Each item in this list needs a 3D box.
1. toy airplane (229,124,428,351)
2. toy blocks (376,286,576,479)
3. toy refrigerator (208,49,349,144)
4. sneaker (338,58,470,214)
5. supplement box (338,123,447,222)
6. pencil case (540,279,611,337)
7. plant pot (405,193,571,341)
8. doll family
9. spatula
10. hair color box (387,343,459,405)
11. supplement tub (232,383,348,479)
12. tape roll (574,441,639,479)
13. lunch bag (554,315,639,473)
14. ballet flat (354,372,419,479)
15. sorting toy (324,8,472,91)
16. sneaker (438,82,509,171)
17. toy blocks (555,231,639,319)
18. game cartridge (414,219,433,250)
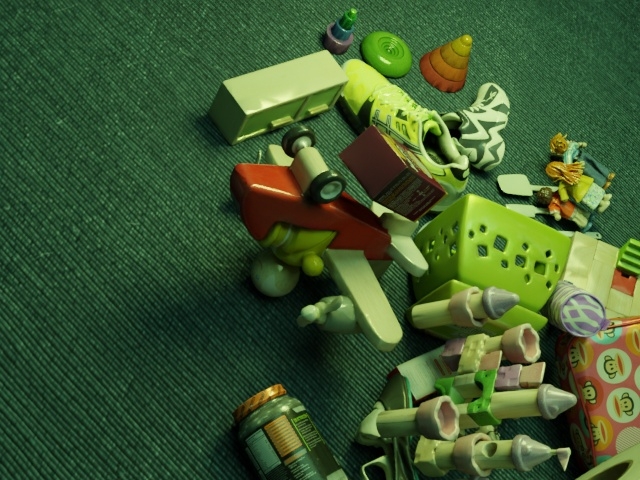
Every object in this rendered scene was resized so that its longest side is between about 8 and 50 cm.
[{"bbox_3d":[0.000,0.000,1.542,0.384,0.272,0.386,46,14,-6],"label":"toy airplane"},{"bbox_3d":[0.300,0.258,1.410,0.309,0.260,0.288,49,44,-29],"label":"toy blocks"},{"bbox_3d":[-0.078,-0.283,1.754,0.270,0.102,0.094,-26,73,-36],"label":"toy refrigerator"},{"bbox_3d":[0.181,-0.241,1.824,0.145,0.147,0.384,-29,74,-35],"label":"sneaker"},{"bbox_3d":[0.124,-0.108,1.471,0.104,0.081,0.188,55,16,25],"label":"supplement box"},{"bbox_3d":[0.452,0.124,1.597,0.088,0.206,0.086,34,96,1],"label":"pencil case"},{"bbox_3d":[0.295,0.079,1.624,0.228,0.227,0.207,23,63,-11],"label":"plant pot"},{"bbox_3d":[0.569,-0.155,1.958,0.163,0.118,0.263,34,49,-6],"label":"doll family"},{"bbox_3d":[0.508,-0.069,1.954,0.242,0.019,0.168,1,58,-25],"label":"spatula"},{"bbox_3d":[0.197,0.239,1.586,0.141,0.043,0.072,-18,69,-32],"label":"hair color box"},{"bbox_3d":[-0.051,0.326,1.363,0.117,0.117,0.190,-21,70,-35],"label":"supplement tub"},{"bbox_3d":[0.414,0.423,1.353,0.392,0.392,0.072,-25,73,-36],"label":"tape roll"},{"bbox_3d":[0.578,0.281,1.604,0.258,0.120,0.293,-11,86,-2],"label":"lunch bag"},{"bbox_3d":[0.111,0.348,1.446,0.096,0.095,0.280,3,58,-14],"label":"ballet flat"},{"bbox_3d":[0.194,-0.445,1.976,0.366,0.126,0.127,11,56,-20],"label":"sorting toy"},{"bbox_3d":[0.327,-0.276,1.950,0.153,0.094,0.234,23,62,-22],"label":"sneaker"},{"bbox_3d":[0.596,0.161,1.764,0.382,0.190,0.260,24,61,2],"label":"toy blocks"},{"bbox_3d":[0.227,-0.009,1.780,0.056,0.017,0.083,49,52,5],"label":"game cartridge"}]
